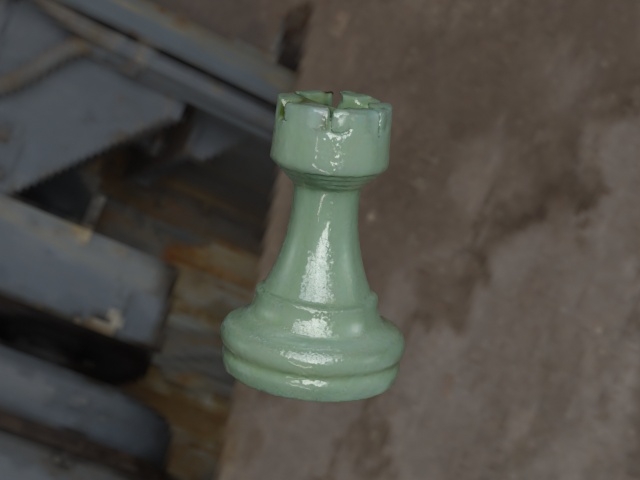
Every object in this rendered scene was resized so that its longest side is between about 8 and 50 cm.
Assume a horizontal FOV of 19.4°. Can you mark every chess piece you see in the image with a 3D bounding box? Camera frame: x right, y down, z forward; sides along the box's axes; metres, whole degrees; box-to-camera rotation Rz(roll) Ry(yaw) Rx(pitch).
[{"bbox_3d":[0.000,0.000,0.666,0.067,0.067,0.103,29,118,60],"label":"chess piece"}]
